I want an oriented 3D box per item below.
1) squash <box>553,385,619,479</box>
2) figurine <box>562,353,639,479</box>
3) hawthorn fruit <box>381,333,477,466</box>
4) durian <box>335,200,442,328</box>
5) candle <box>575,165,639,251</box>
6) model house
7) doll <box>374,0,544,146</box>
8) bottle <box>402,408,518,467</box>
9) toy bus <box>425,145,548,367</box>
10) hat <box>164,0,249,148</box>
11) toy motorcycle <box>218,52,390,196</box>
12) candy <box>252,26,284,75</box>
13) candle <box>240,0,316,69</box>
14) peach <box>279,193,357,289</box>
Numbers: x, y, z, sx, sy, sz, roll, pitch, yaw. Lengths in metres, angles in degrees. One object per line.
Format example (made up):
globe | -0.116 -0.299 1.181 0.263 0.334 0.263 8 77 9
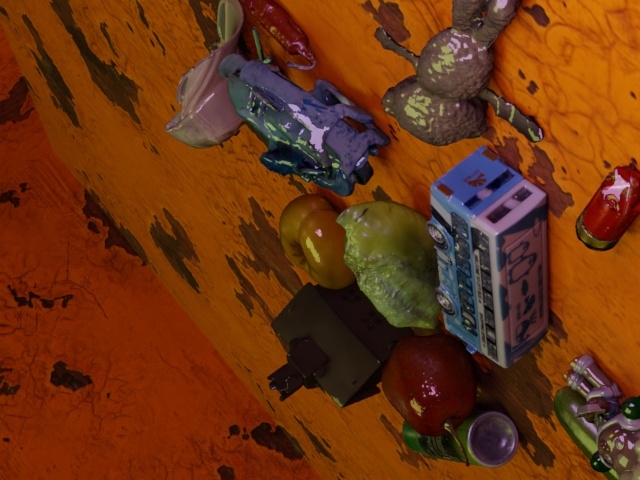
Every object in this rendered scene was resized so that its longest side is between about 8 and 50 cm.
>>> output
squash | 0.397 0.287 1.599 0.252 0.066 0.066 46 162 27
figurine | 0.367 0.234 1.530 0.197 0.093 0.147 46 144 29
hawthorn fruit | 0.183 0.247 1.935 0.203 0.162 0.163 -113 2 -48
durian | 0.115 0.029 1.760 0.101 0.139 0.250 28 150 47
candle | 0.301 -0.035 1.260 0.052 0.052 0.131 50 162 16
model house | 0.013 0.208 2.214 0.211 0.243 0.204 47 162 24
doll | 0.141 -0.197 1.331 0.202 0.091 0.286 8 153 23
bottle | 0.232 0.335 2.116 0.093 0.093 0.330 56 164 -4
toy bus | 0.213 0.027 1.542 0.131 0.106 0.297 38 156 35
hat | -0.141 -0.263 1.948 0.164 0.219 0.226 34 144 -19
toy motorcycle | -0.034 -0.170 1.728 0.260 0.154 0.206 35 174 13
candy | -0.089 -0.272 1.843 0.060 0.060 0.201 51 171 15
candle | -0.059 -0.302 1.758 0.162 0.048 0.053 48 146 24
peach | 0.000 0.000 2.096 0.179 0.103 0.179 47 165 17
